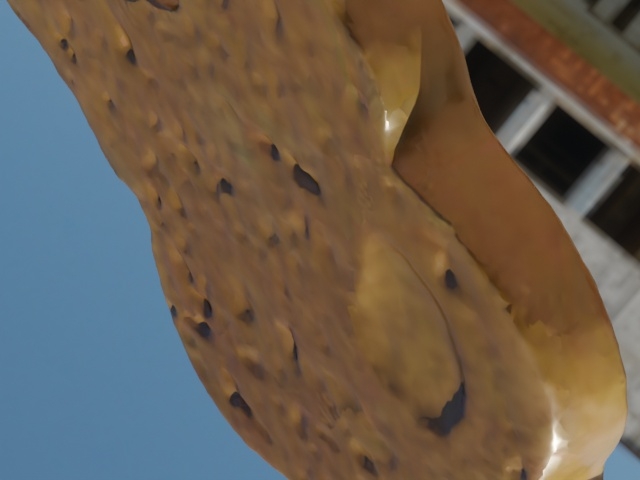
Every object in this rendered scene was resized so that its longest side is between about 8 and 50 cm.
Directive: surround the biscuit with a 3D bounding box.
[{"bbox_3d":[0.002,0.001,0.376,0.236,0.040,0.144,62,156,-11],"label":"biscuit"}]
